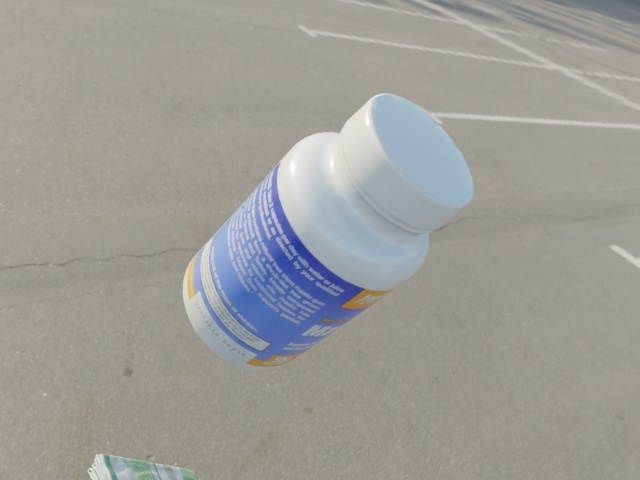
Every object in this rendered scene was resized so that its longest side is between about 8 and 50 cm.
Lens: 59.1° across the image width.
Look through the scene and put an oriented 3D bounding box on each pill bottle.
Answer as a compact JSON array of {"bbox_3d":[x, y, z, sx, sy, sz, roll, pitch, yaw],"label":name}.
[{"bbox_3d":[0.000,0.000,0.515,0.152,0.272,0.152,26,44,-27],"label":"pill bottle"}]

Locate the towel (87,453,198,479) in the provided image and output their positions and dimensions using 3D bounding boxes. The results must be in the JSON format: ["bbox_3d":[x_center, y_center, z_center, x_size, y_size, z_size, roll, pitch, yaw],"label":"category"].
[{"bbox_3d":[-0.166,0.282,0.590,0.113,0.023,0.152,46,3,41],"label":"towel"}]
